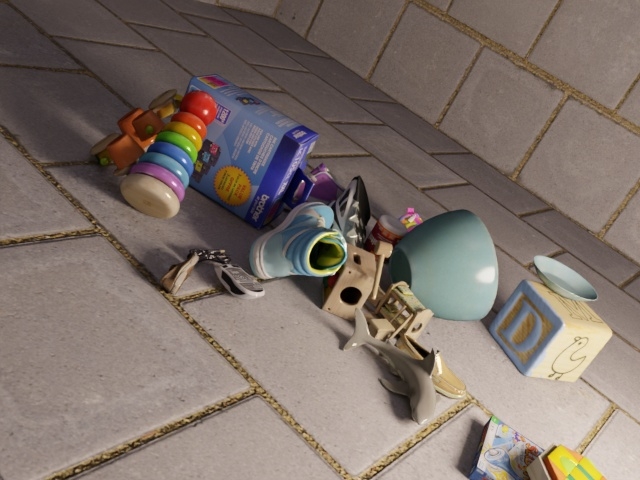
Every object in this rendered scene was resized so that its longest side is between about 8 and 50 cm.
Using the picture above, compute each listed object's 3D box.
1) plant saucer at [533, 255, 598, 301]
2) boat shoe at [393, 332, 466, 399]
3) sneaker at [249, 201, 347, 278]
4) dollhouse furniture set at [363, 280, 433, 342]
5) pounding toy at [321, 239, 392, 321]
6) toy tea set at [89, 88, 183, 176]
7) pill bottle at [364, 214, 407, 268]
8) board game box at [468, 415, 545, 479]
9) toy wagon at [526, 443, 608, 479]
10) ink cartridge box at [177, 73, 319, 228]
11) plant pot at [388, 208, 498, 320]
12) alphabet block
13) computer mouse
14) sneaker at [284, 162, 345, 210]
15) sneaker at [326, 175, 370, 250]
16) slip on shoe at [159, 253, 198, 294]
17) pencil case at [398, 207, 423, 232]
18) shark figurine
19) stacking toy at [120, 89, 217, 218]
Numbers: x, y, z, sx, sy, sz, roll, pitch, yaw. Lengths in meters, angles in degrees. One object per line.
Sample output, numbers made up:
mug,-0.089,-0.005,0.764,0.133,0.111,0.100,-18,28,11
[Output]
plant saucer,0.648,0.112,1.896,0.194,0.037,0.195,23,25,-11
boat shoe,0.248,0.276,1.566,0.190,0.072,0.068,33,25,9
sneaker,0.000,0.000,1.656,0.208,0.127,0.319,0,27,32
dollhouse furniture set,0.146,0.145,1.679,0.160,0.101,0.182,4,34,-42
pounding toy,0.078,0.075,1.618,0.094,0.206,0.181,23,25,-11
toy tea set,-0.447,-0.240,1.760,0.124,0.200,0.336,57,31,-25
pill bottle,0.163,0.014,1.890,0.086,0.152,0.086,23,25,-11
board game box,0.379,0.449,1.415,0.136,0.035,0.201,33,25,10
toy wagon,0.544,0.541,1.332,0.344,0.068,0.267,46,23,24
ink cartridge box,-0.188,-0.219,1.832,0.395,0.270,0.151,31,26,7
plant pot,0.289,0.074,1.805,0.195,0.290,0.290,-6,37,-19
alphabet block,0.606,0.240,1.875,0.197,0.192,0.193,11,31,-30
computer mouse,-0.198,0.079,1.525,0.193,0.042,0.106,39,21,34
sneaker,-0.065,-0.166,1.988,0.282,0.161,0.102,22,21,-14
sneaker,0.051,-0.062,1.897,0.146,0.123,0.331,-10,33,19
slip on shoe,-0.290,0.062,1.451,0.041,0.051,0.135,29,32,-4
pencil case,0.305,0.007,2.121,0.104,0.104,0.236,10,31,-34
shark figurine,0.185,0.255,1.499,0.166,0.116,0.278,2,37,-47
stacking toy,-0.329,-0.217,1.646,0.141,0.141,0.330,26,61,-5
